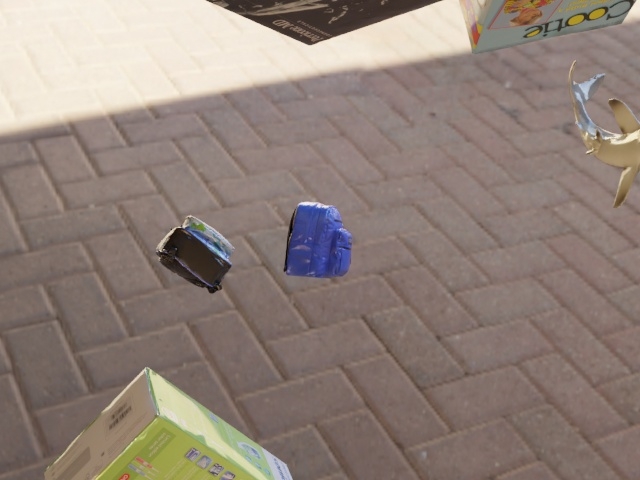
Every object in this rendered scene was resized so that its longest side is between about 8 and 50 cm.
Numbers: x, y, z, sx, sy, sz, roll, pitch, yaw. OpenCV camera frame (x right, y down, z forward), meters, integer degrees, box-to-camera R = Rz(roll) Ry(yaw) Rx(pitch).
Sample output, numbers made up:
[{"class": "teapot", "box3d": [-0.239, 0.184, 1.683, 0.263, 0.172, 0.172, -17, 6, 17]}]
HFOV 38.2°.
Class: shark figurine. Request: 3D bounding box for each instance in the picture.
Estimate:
[{"class": "shark figurine", "box3d": [0.436, -0.144, 1.302, 0.116, 0.166, 0.278, 5, 20, -21]}]

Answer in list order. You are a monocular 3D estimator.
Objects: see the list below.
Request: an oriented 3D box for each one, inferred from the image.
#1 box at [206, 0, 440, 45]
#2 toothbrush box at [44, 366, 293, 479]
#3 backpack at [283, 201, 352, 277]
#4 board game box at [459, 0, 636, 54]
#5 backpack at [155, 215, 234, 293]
[{"class": "box", "box3d": [0.057, -0.526, 1.333, 0.471, 0.298, 0.480, -12, -6, 26]}, {"class": "toothbrush box", "box3d": [-0.193, 0.340, 1.240, 0.206, 0.283, 0.122, -46, 28, 5]}, {"class": "backpack", "box3d": [0.000, 0.000, 1.478, 0.101, 0.120, 0.098, 4, -3, 9]}, {"class": "board game box", "box3d": [0.184, -0.274, 0.698, 0.144, 0.275, 0.142, -12, 77, -2]}, {"class": "backpack", "box3d": [-0.181, 0.018, 1.347, 0.084, 0.105, 0.114, -56, 15, -13]}]
